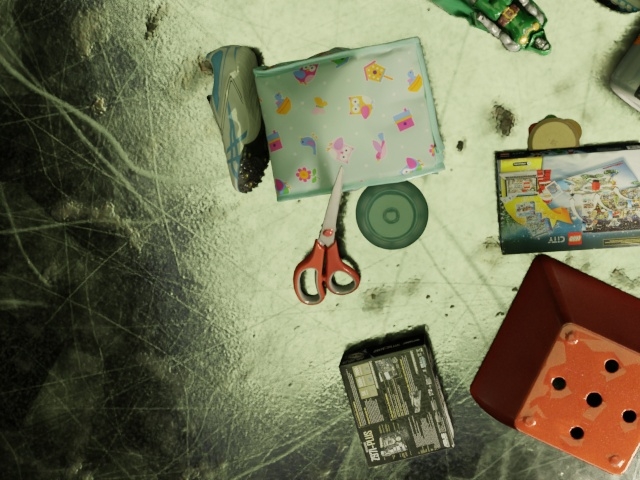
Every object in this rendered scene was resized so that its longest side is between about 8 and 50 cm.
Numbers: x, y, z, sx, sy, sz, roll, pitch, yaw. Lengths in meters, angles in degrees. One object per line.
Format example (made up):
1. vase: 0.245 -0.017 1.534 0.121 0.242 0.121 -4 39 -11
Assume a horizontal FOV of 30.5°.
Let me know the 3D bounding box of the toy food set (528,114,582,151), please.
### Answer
1. toy food set: 0.368 -0.156 1.851 0.083 0.020 0.083 12 100 4

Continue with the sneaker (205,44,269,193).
1. sneaker: -0.136 -0.193 1.874 0.086 0.085 0.237 3 104 32

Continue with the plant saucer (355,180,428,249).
1. plant saucer: 0.115 -0.042 1.895 0.119 0.021 0.119 1 99 5

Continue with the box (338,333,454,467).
1. box: 0.125 0.261 1.913 0.147 0.077 0.180 -16 97 8

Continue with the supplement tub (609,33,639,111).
1. supplement tub: 0.588 -0.306 1.718 0.194 0.193 0.316 35 100 0

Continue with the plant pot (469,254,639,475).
1. plant pot: 0.406 0.210 1.797 0.267 0.236 0.267 25 100 1

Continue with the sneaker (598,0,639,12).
1. sneaker: 0.419 -0.419 1.782 0.191 0.071 0.083 34 95 -1

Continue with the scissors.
1. scissors: 0.000 0.000 1.828 0.109 0.021 0.297 -8 138 0

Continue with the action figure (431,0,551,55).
1. action figure: 0.270 -0.368 1.811 0.232 0.063 0.137 40 97 -5

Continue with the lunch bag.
1. lunch bag: 0.051 -0.189 1.811 0.262 0.160 0.223 -10 97 13

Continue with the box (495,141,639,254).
1. box: 0.395 -0.065 1.839 0.233 0.044 0.159 -4 109 6
